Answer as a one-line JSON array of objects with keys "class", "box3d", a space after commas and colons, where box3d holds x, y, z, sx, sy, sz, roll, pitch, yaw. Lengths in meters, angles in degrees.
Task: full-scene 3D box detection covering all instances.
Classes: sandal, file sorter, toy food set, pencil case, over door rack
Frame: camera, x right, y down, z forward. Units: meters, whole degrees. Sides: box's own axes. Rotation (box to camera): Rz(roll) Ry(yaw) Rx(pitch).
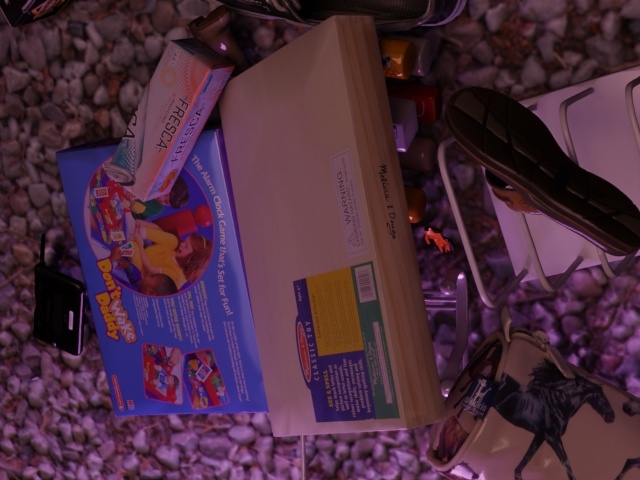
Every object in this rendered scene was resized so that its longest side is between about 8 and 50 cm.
[{"class": "sandal", "box3d": [0.199, -0.055, 1.124, 0.219, 0.090, 0.060, 37, 138, 5]}, {"class": "file sorter", "box3d": [0.279, -0.059, 1.217, 0.278, 0.173, 0.192, -15, 97, 28]}, {"class": "toy food set", "box3d": [0.063, -0.136, 1.320, 0.105, 0.111, 0.232, 11, 140, 22]}, {"class": "pencil case", "box3d": [0.324, 0.231, 1.239, 0.410, 0.160, 0.183, 24, 116, 1]}, {"class": "over door rack", "box3d": [0.064, 0.194, 1.425, 0.240, 0.108, 0.324, 0, 105, 25]}]

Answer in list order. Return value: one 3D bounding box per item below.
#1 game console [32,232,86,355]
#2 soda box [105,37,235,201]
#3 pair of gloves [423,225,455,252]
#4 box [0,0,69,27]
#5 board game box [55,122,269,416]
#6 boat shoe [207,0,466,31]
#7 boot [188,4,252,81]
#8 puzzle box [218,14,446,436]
[{"class": "game console", "box3d": [-0.335, 0.070, 1.582, 0.107, 0.071, 0.122, 22, 128, 15]}, {"class": "soda box", "box3d": [-0.170, -0.136, 1.378, 0.063, 0.058, 0.183, 36, 113, 13]}, {"class": "pair of gloves", "box3d": [0.109, -0.006, 1.372, 0.083, 0.074, 0.010, 13, 74, 22]}, {"class": "box", "box3d": [-0.362, -0.440, 1.400, 0.257, 0.079, 0.322, -28, 92, 53]}, {"class": "board game box", "box3d": [-0.175, 0.040, 1.506, 0.233, 0.078, 0.347, -5, 102, 26]}, {"class": "boat shoe", "box3d": [-0.011, -0.291, 1.313, 0.335, 0.119, 0.121, 9, 108, 22]}, {"class": "boot", "box3d": [-0.105, -0.220, 1.393, 0.042, 0.118, 0.087, -44, 109, -14]}, {"class": "puzzle box", "box3d": [0.000, 0.000, 1.284, 0.272, 0.052, 0.408, -17, 81, 58]}]
